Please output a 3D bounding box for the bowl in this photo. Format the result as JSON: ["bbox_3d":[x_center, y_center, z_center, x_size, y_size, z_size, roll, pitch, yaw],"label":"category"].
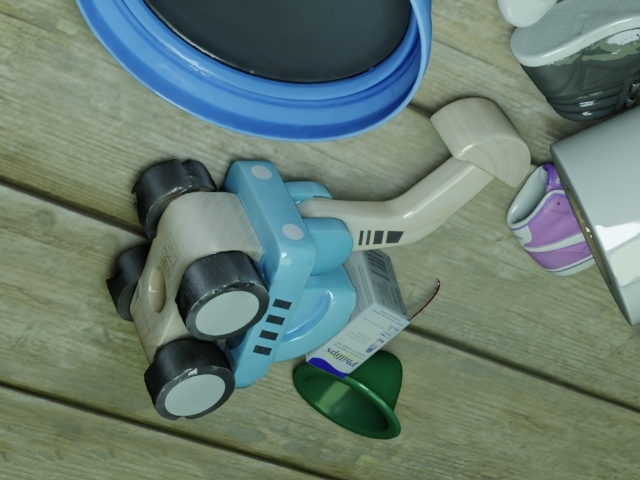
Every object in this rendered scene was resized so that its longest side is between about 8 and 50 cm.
[{"bbox_3d":[-0.070,-0.259,1.489,0.391,0.077,0.391,13,146,9],"label":"bowl"}]

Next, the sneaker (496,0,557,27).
[{"bbox_3d":[0.272,-0.322,1.591,0.090,0.115,0.232,12,129,-24],"label":"sneaker"}]

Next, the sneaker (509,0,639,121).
[{"bbox_3d":[0.385,-0.242,1.714,0.296,0.104,0.147,-21,139,11],"label":"sneaker"}]

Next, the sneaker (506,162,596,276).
[{"bbox_3d":[0.378,-0.065,1.878,0.282,0.102,0.161,-34,128,19],"label":"sneaker"}]

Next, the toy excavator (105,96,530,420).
[{"bbox_3d":[0.000,0.000,1.806,0.445,0.222,0.433,-2,135,-30],"label":"toy excavator"}]

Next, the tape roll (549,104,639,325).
[{"bbox_3d":[0.401,-0.039,1.724,0.169,0.246,0.246,-24,134,7],"label":"tape roll"}]

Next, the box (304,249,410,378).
[{"bbox_3d":[0.038,0.092,1.927,0.072,0.126,0.137,29,121,-36],"label":"box"}]

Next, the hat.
[{"bbox_3d":[0.088,0.170,2.087,0.208,0.183,0.173,6,143,43],"label":"hat"}]
